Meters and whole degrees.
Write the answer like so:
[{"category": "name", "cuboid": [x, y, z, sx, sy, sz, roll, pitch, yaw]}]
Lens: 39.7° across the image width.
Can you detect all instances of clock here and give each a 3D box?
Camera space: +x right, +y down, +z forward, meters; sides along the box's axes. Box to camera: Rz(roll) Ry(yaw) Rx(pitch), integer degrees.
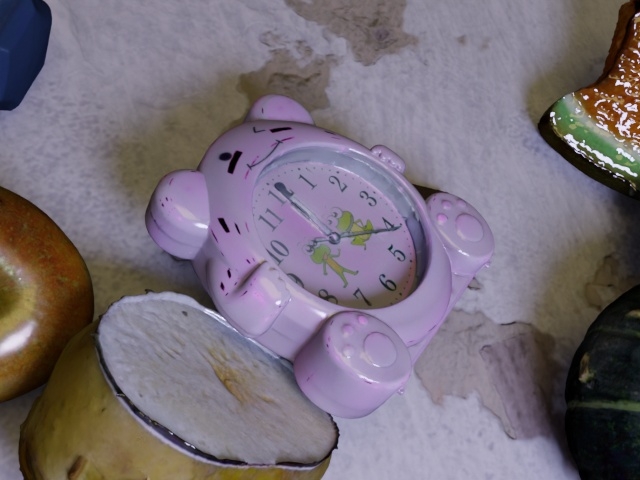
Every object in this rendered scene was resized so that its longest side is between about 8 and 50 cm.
[{"category": "clock", "cuboid": [0.000, 0.000, 0.952, 0.322, 0.113, 0.295, 39, 50, 4]}]

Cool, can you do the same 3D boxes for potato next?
[{"category": "potato", "cuboid": [-0.143, 0.192, 0.843, 0.300, 0.196, 0.246, 16, 29, -53]}]

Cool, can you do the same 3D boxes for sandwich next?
[{"category": "sandwich", "cuboid": [0.442, -0.209, 1.178, 0.250, 0.162, 0.301, 21, 102, 0]}]

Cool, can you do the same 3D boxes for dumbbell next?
[{"category": "dumbbell", "cuboid": [-0.474, -0.262, 0.984, 0.325, 0.160, 0.144, 21, 94, -3]}]

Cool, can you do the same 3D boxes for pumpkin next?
[{"category": "pumpkin", "cuboid": [0.423, 0.185, 0.950, 0.323, 0.241, 0.323, 1, 72, -5]}]

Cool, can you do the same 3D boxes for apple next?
[{"category": "apple", "cuboid": [-0.342, 0.048, 0.863, 0.237, 0.207, 0.237, 2, 85, -17]}]

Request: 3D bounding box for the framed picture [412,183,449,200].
[{"category": "framed picture", "cuboid": [0.071, -0.017, 1.082, 0.168, 0.023, 0.128, 12, 65, -9]}]
